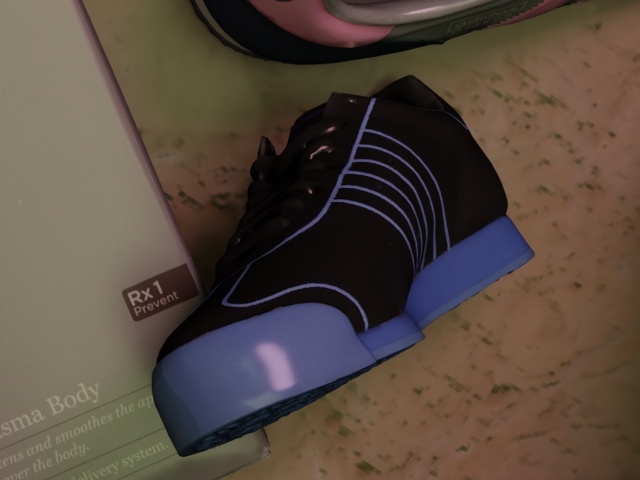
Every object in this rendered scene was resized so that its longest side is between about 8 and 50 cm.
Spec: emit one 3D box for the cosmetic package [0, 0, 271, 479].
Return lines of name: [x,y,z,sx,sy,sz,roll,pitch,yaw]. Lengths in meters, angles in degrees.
cosmetic package: [-0.121,-0.014,0.574,0.127,0.107,0.238,-25,104,-5]

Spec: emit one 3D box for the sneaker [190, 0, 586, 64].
sneaker: [0.108,-0.140,0.591,0.319,0.131,0.112,-24,100,-8]

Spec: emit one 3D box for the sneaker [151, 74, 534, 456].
sneaker: [0.000,0.000,0.554,0.081,0.232,0.090,-30,89,27]
